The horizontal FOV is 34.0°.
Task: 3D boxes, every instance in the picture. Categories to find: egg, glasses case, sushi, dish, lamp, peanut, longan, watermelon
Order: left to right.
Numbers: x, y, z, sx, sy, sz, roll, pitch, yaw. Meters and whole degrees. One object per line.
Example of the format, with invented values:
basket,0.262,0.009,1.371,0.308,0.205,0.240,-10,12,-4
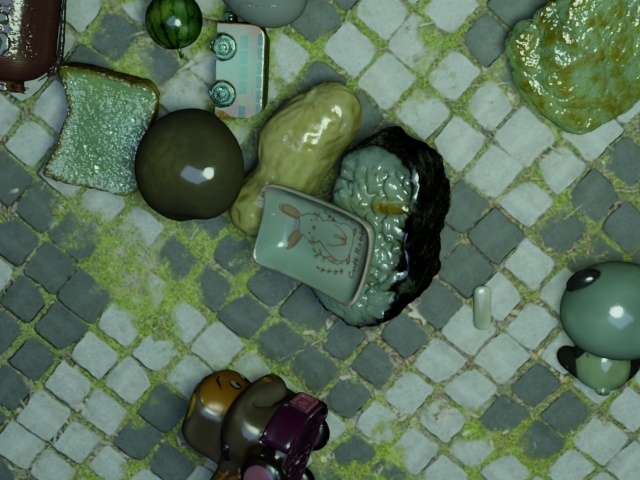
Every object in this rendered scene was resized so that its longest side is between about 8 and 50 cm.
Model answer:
lamp,-0.515,-0.375,1.755,0.180,0.180,0.258,11,104,0
watermelon,-0.248,-0.369,1.783,0.109,0.109,0.109,1,105,3
longan,-0.223,-0.127,1.774,0.198,0.212,0.198,-7,106,-25
egg,-0.105,-0.440,1.729,0.198,0.146,0.146,45,103,7
peanut,-0.053,-0.143,1.811,0.148,0.147,0.319,36,106,-6
dish,0.000,0.000,1.736,0.212,0.077,0.151,24,116,26
sushi,0.109,-0.021,1.810,0.211,0.171,0.350,20,111,26
glasses case,0.296,0.123,1.919,0.032,0.021,0.083,-2,105,4
lamp,0.516,0.149,1.844,0.198,0.197,0.243,5,128,2

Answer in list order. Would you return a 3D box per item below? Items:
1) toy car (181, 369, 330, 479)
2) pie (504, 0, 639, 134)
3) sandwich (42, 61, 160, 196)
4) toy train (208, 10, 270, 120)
toy car,-0.140,0.399,1.910,0.240,0.271,0.340,23,106,16
pie,0.454,-0.322,1.756,0.257,0.105,0.274,33,104,-15
sandwich,-0.385,-0.194,1.850,0.186,0.065,0.214,16,105,-1
toy train,-0.140,-0.299,1.806,0.099,0.072,0.188,4,105,2
